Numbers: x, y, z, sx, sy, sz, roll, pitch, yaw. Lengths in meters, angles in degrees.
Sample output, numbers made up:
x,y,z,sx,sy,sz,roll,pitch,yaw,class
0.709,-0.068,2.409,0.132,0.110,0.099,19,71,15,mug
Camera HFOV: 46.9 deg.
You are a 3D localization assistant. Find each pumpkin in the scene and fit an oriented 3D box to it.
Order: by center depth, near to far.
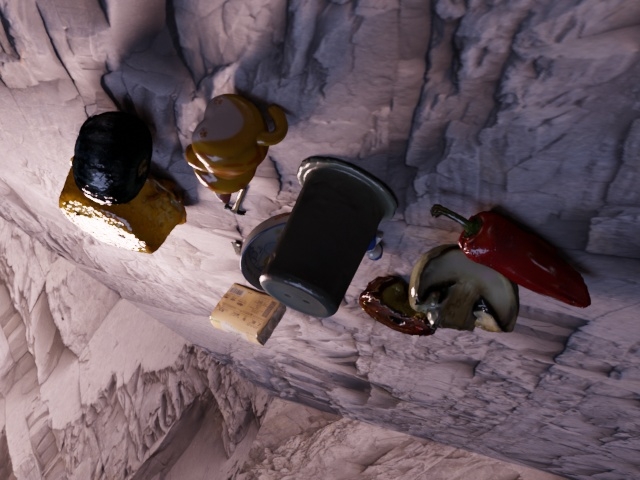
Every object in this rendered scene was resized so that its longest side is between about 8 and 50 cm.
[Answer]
x,y,z,sx,sy,sz,roll,pitch,yaw,class
-0.496,-0.198,1.777,0.163,0.233,0.233,13,158,4,pumpkin

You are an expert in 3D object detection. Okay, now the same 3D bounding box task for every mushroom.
x,y,z,sx,sy,sz,roll,pitch,yaw,class
0.304,0.104,1.656,0.267,0.190,0.164,7,180,-20,mushroom

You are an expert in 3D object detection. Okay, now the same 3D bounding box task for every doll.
x,y,z,sx,sy,sz,roll,pitch,yaw,class
-0.193,-0.194,1.542,0.162,0.167,0.269,32,161,-11,doll
0.116,0.008,1.803,0.098,0.058,0.143,-13,142,28,doll

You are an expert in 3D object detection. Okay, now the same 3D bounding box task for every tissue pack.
x,y,z,sx,sy,sz,roll,pitch,yaw,class
-0.256,0.262,2.626,0.222,0.186,0.090,18,145,21,tissue pack

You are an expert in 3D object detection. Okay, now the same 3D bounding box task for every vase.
x,y,z,sx,sy,sz,roll,pitch,yaw,class
0.000,0.000,1.597,0.245,0.291,0.245,23,157,10,vase

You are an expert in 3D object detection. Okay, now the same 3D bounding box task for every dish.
x,y,z,sx,sy,sz,roll,pitch,yaw,class
-0.076,0.005,1.904,0.273,0.134,0.273,-6,136,-6,dish

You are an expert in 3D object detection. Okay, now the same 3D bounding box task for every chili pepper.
x,y,z,sx,sy,sz,roll,pitch,yaw,class
0.392,0.030,1.482,0.387,0.110,0.110,30,158,-14,chili pepper

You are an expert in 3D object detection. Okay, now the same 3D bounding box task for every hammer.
x,y,z,sx,sy,sz,roll,pitch,yaw,class
-0.215,-0.106,1.958,0.062,0.017,0.182,27,158,-6,hammer

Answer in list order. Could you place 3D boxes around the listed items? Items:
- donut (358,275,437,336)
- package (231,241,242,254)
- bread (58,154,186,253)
x,y,z,sx,sy,sz,roll,pitch,yaw,class
0.222,0.181,2.030,0.230,0.096,0.216,20,161,13,donut
-0.259,0.027,2.316,0.037,0.015,0.110,16,159,10,package
-0.569,-0.100,2.115,0.358,0.204,0.337,10,159,30,bread
